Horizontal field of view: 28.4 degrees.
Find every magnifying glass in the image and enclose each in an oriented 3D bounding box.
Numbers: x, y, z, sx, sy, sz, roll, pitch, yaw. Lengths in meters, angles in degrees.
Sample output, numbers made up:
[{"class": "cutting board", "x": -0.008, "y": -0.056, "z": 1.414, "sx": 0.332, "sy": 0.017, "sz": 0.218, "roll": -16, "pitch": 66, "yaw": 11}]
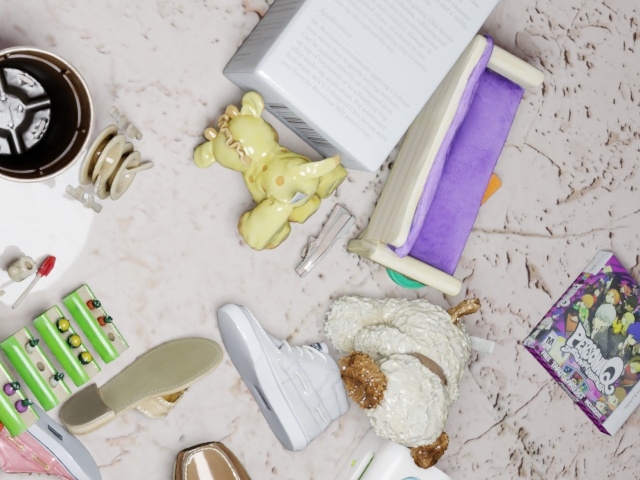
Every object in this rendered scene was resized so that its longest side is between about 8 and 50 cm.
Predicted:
[{"class": "magnifying glass", "x": 0.192, "y": -0.019, "z": 1.949, "sx": 0.231, "sy": 0.026, "sz": 0.092, "roll": -43, "pitch": 110, "yaw": -10}]

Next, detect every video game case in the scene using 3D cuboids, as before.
[{"class": "video game case", "x": 0.469, "y": 0.170, "z": 2.076, "sx": 0.210, "sy": 0.042, "sz": 0.232, "roll": -47, "pitch": 111, "yaw": -12}]

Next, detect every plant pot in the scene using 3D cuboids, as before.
[{"class": "plant pot", "x": -0.387, "y": -0.163, "z": 1.611, "sx": 0.167, "sy": 0.165, "sz": 0.167, "roll": -3, "pitch": 99, "yaw": -22}]

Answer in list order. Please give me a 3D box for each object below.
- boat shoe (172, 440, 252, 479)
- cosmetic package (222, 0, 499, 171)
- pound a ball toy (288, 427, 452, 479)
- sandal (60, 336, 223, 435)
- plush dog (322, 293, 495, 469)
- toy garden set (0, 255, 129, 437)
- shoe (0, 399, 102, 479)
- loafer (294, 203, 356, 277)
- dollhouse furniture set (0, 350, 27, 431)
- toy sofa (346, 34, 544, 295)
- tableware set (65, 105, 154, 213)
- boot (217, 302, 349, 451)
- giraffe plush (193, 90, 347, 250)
[{"class": "boat shoe", "x": -0.117, "y": 0.438, "z": 1.747, "sx": 0.122, "sy": 0.120, "sz": 0.324, "roll": -17, "pitch": 93, "yaw": -14}, {"class": "cosmetic package", "x": 0.096, "y": -0.344, "z": 1.789, "sx": 0.230, "sy": 0.161, "sz": 0.453, "roll": 39, "pitch": 82, "yaw": -21}, {"class": "pound a ball toy", "x": 0.029, "y": 0.434, "z": 1.878, "sx": 0.208, "sy": 0.136, "sz": 0.319, "roll": 38, "pitch": 82, "yaw": -22}, {"class": "sandal", "x": -0.244, "y": 0.218, "z": 1.783, "sx": 0.240, "sy": 0.088, "sz": 0.079, "roll": -25, "pitch": 137, "yaw": -11}, {"class": "plush dog", "x": 0.134, "y": 0.198, "z": 1.813, "sx": 0.262, "sy": 0.210, "sz": 0.225, "roll": 45, "pitch": 40, "yaw": -22}, {"class": "toy garden set", "x": -0.366, "y": 0.106, "z": 1.640, "sx": 0.204, "sy": 0.049, "sz": 0.244, "roll": 57, "pitch": 34, "yaw": -6}, {"class": "shoe", "x": -0.382, "y": 0.296, "z": 1.734, "sx": 0.081, "sy": 0.063, "sz": 0.178, "roll": -34, "pitch": 122, "yaw": 8}, {"class": "loafer", "x": 0.000, "y": 0.000, "z": 1.864, "sx": 0.039, "sy": 0.045, "sz": 0.125, "roll": 44, "pitch": 72, "yaw": -4}, {"class": "dollhouse furniture set", "x": -0.510, "y": 0.278, "z": 1.588, "sx": 0.259, "sy": 0.262, "sz": 0.135, "roll": -21, "pitch": 110, "yaw": 16}, {"class": "toy sofa", "x": 0.194, "y": -0.112, "z": 1.838, "sx": 0.150, "sy": 0.177, "sz": 0.363, "roll": 25, "pitch": 82, "yaw": -20}, {"class": "tableware set", "x": -0.268, "y": -0.094, "z": 1.658, "sx": 0.039, "sy": 0.194, "sz": 0.128, "roll": 28, "pitch": 85, "yaw": 5}, {"class": "boot", "x": -0.049, "y": 0.175, "z": 1.845, "sx": 0.123, "sy": 0.095, "sz": 0.258, "roll": -35, "pitch": 117, "yaw": -21}, {"class": "giraffe plush", "x": -0.082, "y": -0.104, "z": 1.760, "sx": 0.181, "sy": 0.210, "sz": 0.170, "roll": -43, "pitch": 81, "yaw": -9}]
